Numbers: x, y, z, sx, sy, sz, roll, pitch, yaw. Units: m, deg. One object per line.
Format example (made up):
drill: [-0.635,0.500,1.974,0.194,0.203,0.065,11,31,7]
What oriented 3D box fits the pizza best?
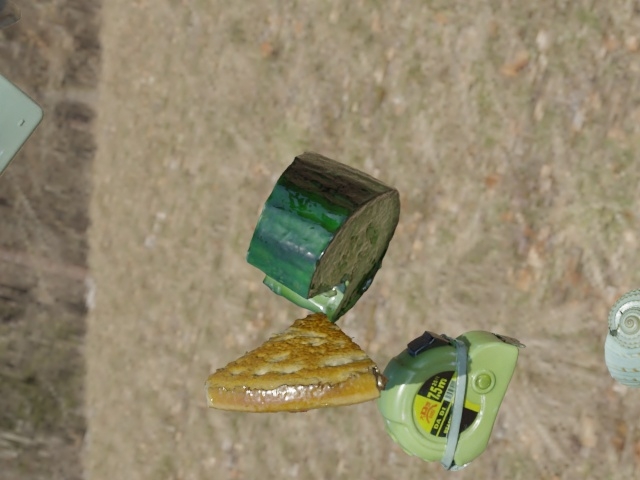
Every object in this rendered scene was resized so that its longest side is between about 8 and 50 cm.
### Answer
pizza: [-0.015,0.132,1.306,0.199,0.188,0.062,-60,-34,-66]

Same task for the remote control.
remote control: [-0.558,-0.122,1.933,0.296,0.140,0.056,-55,33,-9]

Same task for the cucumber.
cucumber: [0.003,-0.010,1.472,0.191,0.130,0.191,-58,-18,-32]

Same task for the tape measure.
tape measure: [0.145,0.187,1.502,0.087,0.154,0.177,-148,74,-73]

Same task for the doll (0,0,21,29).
doll: [-0.380,-0.253,1.210,0.217,0.183,0.085,108,144,-70]

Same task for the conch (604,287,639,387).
conch: [0.249,0.075,0.929,0.057,0.085,0.076,13,86,58]
